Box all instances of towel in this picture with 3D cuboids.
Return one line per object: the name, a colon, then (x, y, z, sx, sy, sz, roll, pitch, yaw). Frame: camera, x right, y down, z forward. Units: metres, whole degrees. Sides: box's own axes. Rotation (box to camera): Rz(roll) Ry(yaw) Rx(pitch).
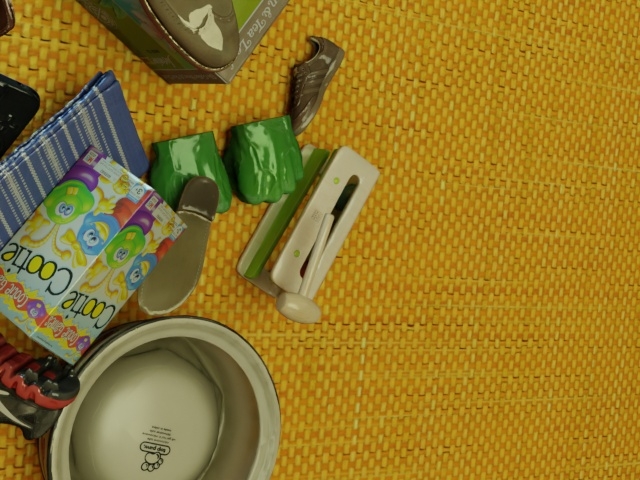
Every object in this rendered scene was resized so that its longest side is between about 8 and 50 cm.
towel: (-0.403, -0.081, 1.732, 0.336, 0.040, 0.243, -45, 153, -21)

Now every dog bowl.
dog bowl: (-0.273, 0.312, 1.862, 0.408, 0.150, 0.408, -5, 99, -34)

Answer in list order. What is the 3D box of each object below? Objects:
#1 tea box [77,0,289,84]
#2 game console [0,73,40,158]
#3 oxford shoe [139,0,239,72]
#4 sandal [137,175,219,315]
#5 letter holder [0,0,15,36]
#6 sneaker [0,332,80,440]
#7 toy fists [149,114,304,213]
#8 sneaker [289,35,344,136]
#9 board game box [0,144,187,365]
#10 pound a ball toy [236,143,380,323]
tea box: (-0.206, -0.463, 1.771, 0.323, 0.220, 0.329, 43, 73, -29)
game console: (-0.571, -0.129, 1.587, 0.293, 0.250, 0.173, 23, 40, -34)
oxford shoe: (-0.191, -0.391, 1.580, 0.123, 0.130, 0.348, -35, 114, -23)
sandal: (-0.227, 0.015, 1.831, 0.088, 0.079, 0.240, 24, 75, -13)
letter holder: (-0.541, -0.347, 1.508, 0.152, 0.302, 0.214, -24, 109, -30)
sneaker: (-0.489, 0.197, 1.677, 0.135, 0.276, 0.097, -64, 170, 20)
toy fists: (-0.156, -0.118, 1.925, 0.279, 0.096, 0.142, -15, 98, -31)
sneaker: (-0.027, -0.273, 2.020, 0.071, 0.066, 0.188, 31, 73, -16)
board game box: (-0.358, 0.023, 1.722, 0.275, 0.144, 0.142, -52, 154, -9)
pound a ball toy: (0.000, 0.000, 1.973, 0.135, 0.208, 0.319, 36, 75, -32)
